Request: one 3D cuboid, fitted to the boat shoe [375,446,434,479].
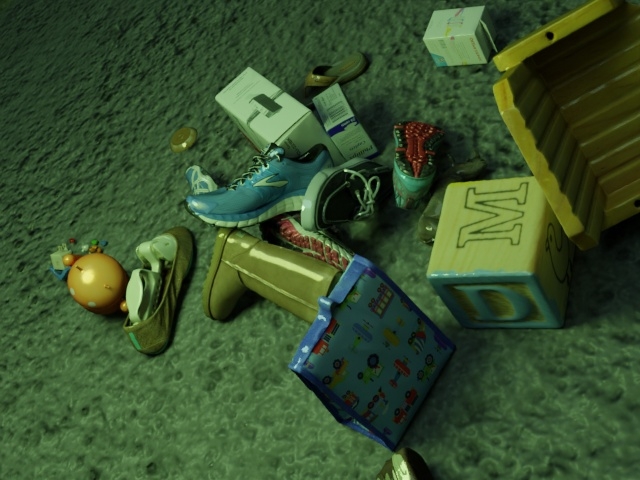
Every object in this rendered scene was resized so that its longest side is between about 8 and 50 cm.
[{"bbox_3d":[0.152,0.454,1.446,0.095,0.095,0.257,-41,37,19],"label":"boat shoe"}]

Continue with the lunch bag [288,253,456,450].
[{"bbox_3d":[0.074,0.181,1.553,0.138,0.293,0.221,19,68,41],"label":"lunch bag"}]

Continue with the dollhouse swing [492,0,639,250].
[{"bbox_3d":[0.468,-0.200,1.480,0.315,0.346,0.305,-28,8,11],"label":"dollhouse swing"}]

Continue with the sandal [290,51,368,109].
[{"bbox_3d":[0.011,-0.387,2.203,0.219,0.060,0.090,-31,45,8],"label":"sandal"}]

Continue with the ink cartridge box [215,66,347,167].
[{"bbox_3d":[-0.087,-0.242,2.055,0.114,0.197,0.273,-43,45,-4],"label":"ink cartridge box"}]

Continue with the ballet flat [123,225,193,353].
[{"bbox_3d":[-0.366,0.082,2.034,0.116,0.124,0.342,-9,52,27],"label":"ballet flat"}]

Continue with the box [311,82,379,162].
[{"bbox_3d":[0.054,-0.248,2.011,0.072,0.137,0.126,-30,45,9],"label":"box"}]

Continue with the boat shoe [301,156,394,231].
[{"bbox_3d":[0.066,-0.088,1.829,0.105,0.113,0.306,12,19,24],"label":"boat shoe"}]

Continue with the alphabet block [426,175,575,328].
[{"bbox_3d":[0.317,0.025,1.595,0.194,0.192,0.197,-2,57,30],"label":"alphabet block"}]

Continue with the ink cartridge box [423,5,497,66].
[{"bbox_3d":[0.317,-0.449,2.033,0.143,0.092,0.089,3,58,33],"label":"ink cartridge box"}]

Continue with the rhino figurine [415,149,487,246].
[{"bbox_3d":[0.260,-0.085,1.799,0.106,0.073,0.243,7,59,33],"label":"rhino figurine"}]

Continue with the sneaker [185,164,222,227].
[{"bbox_3d":[-0.271,-0.106,2.152,0.081,0.080,0.211,-41,43,-5],"label":"sneaker"}]

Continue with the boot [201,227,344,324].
[{"bbox_3d":[-0.102,0.109,1.847,0.270,0.236,0.089,25,33,22],"label":"boot"}]

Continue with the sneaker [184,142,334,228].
[{"bbox_3d":[-0.122,-0.122,1.865,0.330,0.147,0.130,-18,22,-22],"label":"sneaker"}]

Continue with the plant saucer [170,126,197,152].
[{"bbox_3d":[-0.355,-0.263,2.375,0.083,0.015,0.083,-17,49,21],"label":"plant saucer"}]

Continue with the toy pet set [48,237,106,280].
[{"bbox_3d":[-0.601,0.047,2.276,0.122,0.065,0.114,4,24,32],"label":"toy pet set"}]

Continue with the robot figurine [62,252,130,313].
[{"bbox_3d":[-0.491,0.096,2.048,0.128,0.219,0.158,-13,81,-8],"label":"robot figurine"}]

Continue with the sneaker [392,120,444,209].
[{"bbox_3d":[0.184,-0.154,1.877,0.104,0.125,0.262,14,34,6],"label":"sneaker"}]

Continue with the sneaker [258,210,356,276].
[{"bbox_3d":[0.000,0.000,1.875,0.112,0.120,0.299,-29,46,-29],"label":"sneaker"}]
